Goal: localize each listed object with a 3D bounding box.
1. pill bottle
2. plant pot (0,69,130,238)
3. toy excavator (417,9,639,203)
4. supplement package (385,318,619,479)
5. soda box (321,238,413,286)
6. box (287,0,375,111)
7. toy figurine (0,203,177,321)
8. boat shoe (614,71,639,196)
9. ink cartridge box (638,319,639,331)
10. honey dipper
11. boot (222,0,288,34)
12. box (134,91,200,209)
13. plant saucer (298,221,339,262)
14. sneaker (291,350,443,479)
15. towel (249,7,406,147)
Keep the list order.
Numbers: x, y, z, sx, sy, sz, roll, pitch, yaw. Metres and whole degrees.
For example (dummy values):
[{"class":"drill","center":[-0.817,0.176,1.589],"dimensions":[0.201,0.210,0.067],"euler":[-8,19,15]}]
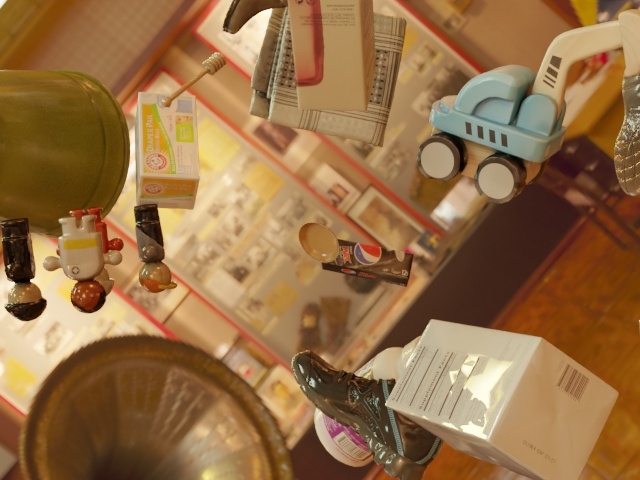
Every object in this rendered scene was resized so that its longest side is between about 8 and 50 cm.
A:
[{"class":"pill bottle","center":[0.138,0.322,2.024],"dimensions":[0.301,0.169,0.169],"euler":[-43,7,33]},{"class":"plant pot","center":[-0.635,-0.187,1.992],"dimensions":[0.366,0.366,0.353],"euler":[-49,-19,17]},{"class":"toy excavator","center":[0.458,-0.308,2.132],"dimensions":[0.222,0.432,0.445],"euler":[-30,-44,-55]},{"class":"supplement package","center":[0.213,0.194,1.218],"dimensions":[0.134,0.139,0.244],"euler":[-60,22,-12]},{"class":"soda box","center":[0.088,0.040,1.878],"dimensions":[0.060,0.168,0.053],"euler":[85,-163,-73]},{"class":"box","center":[0.023,-0.360,1.726],"dimensions":[0.149,0.126,0.232],"euler":[-76,-15,-50]},{"class":"toy figurine","center":[-0.336,0.032,1.436],"dimensions":[0.209,0.148,0.213],"euler":[-2,7,33]},{"class":"boat shoe","center":[0.773,-0.261,2.317],"dimensions":[0.123,0.116,0.325],"euler":[22,111,55]},{"class":"ink cartridge box","center":[0.620,0.140,1.625],"dimensions":[0.175,0.072,0.127],"euler":[-25,-24,10]},{"class":"honey dipper","center":[-0.235,-0.292,1.825],"dimensions":[0.161,0.030,0.030],"euler":[-46,1,-30]},{"class":"boot","center":[-0.063,-0.463,1.913],"dimensions":[0.247,0.161,0.083],"euler":[-53,1,-11]},{"class":"box","center":[-0.292,-0.169,1.883],"dimensions":[0.103,0.114,0.203],"euler":[113,154,-54]},{"class":"plant saucer","center":[0.000,0.000,1.764],"dimensions":[0.015,0.083,0.083],"euler":[-47,0,-44]},{"class":"sneaker","center":[0.092,0.303,1.882],"dimensions":[0.140,0.340,0.125],"euler":[-55,-24,6]},{"class":"towel","center":[0.017,-0.393,2.242],"dimensions":[0.056,0.324,0.312],"euler":[171,112,-84]}]
